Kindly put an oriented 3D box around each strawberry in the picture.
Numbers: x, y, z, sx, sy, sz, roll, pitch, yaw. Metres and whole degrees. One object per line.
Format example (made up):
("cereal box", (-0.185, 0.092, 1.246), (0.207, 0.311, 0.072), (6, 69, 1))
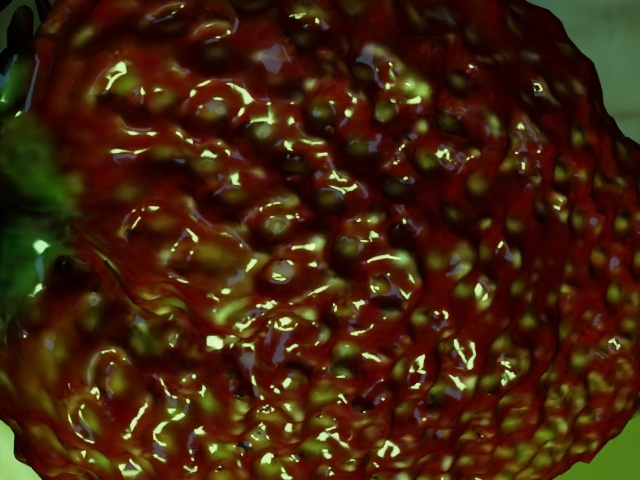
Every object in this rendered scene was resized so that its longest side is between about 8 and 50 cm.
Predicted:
("strawberry", (0.002, -0.002, 0.752), (0.257, 0.261, 0.261), (18, 92, 21))

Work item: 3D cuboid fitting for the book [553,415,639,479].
("book", (0.197, 0.199, 0.860), (0.269, 0.032, 0.389), (23, 91, 21))

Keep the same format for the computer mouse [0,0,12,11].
("computer mouse", (-0.186, -0.218, 0.747), (0.183, 0.116, 0.323), (-1, 85, 24))
